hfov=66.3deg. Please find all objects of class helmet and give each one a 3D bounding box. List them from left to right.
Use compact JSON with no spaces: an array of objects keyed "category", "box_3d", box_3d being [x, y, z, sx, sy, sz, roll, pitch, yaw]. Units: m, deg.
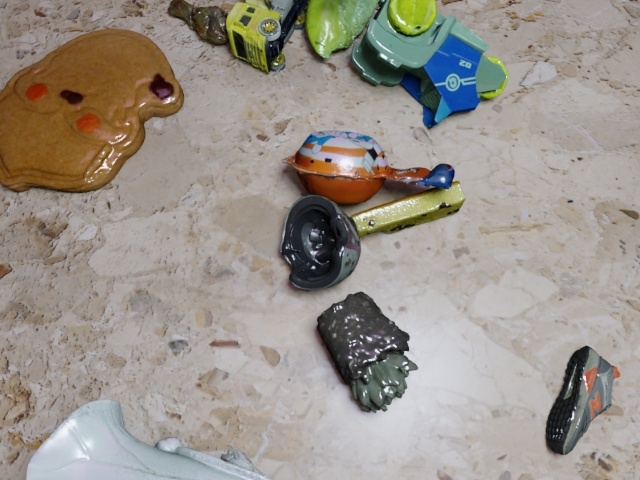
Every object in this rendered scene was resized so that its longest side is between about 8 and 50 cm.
[{"category":"helmet","box_3d":[0.012,0.008,0.930,0.153,0.107,0.176,-31,60,35]}]

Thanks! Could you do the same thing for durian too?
[{"category":"durian","box_3d":[0.042,-0.529,1.132,0.139,0.101,0.250,37,66,9]}]

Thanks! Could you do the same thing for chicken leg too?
[{"category":"chicken leg","box_3d":[-0.284,-0.529,1.169,0.198,0.069,0.085,30,97,19]}]

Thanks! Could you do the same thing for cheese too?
[{"category":"cheese","box_3d":[0.088,-0.136,0.943,0.330,0.217,0.129,11,110,17]}]

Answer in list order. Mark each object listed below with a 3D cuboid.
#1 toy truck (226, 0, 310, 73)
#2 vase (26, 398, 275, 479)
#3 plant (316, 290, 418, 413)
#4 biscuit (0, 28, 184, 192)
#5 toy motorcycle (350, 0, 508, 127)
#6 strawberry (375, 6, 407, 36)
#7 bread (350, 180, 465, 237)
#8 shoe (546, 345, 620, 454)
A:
[{"category":"toy truck","box_3d":[-0.119,-0.535,1.129,0.157,0.124,0.272,22,72,9]},{"category":"vase","box_3d":[-0.218,0.417,0.738,0.446,0.250,0.250,24,73,15]},{"category":"plant","box_3d":[0.086,0.194,0.856,0.132,0.129,0.194,-31,69,-9]},{"category":"biscuit","box_3d":[-0.537,-0.295,1.089,0.350,0.078,0.455,32,74,16]},{"category":"toy motorcycle","box_3d":[0.229,-0.361,1.035,0.327,0.191,0.199,30,90,-9]},{"category":"strawberry","box_3d":[0.195,-0.506,1.153,0.152,0.048,0.104,34,67,-4]},{"category":"bread","box_3d":[0.169,-0.053,0.967,0.226,0.088,0.049,-18,73,-4]},{"category":"shoe","box_3d":[0.459,0.283,0.846,0.077,0.074,0.194,27,71,5]}]
